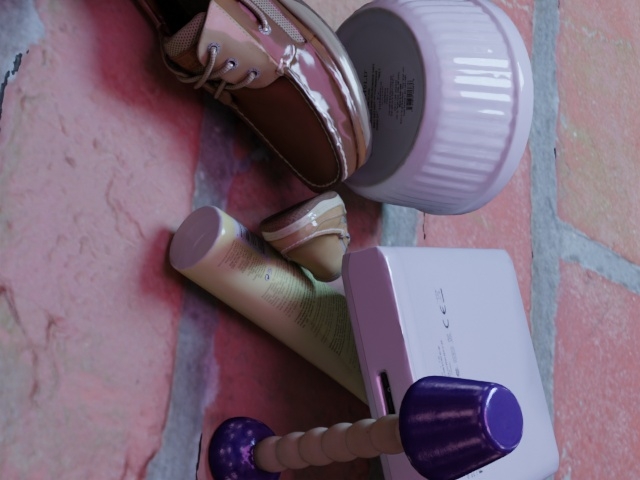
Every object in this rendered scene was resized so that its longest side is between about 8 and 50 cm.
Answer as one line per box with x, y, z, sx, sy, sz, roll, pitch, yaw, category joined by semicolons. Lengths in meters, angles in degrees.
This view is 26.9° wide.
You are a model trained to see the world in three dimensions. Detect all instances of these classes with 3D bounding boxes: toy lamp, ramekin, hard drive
0.031;0.152;1.008;0.080;0.274;0.080;16;65;-40;toy lamp
0.084;-0.127;1.220;0.109;0.207;0.207;1;75;-36;ramekin
0.127;0.122;1.204;0.353;0.047;0.233;2;75;-65;hard drive

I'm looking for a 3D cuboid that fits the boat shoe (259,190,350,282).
0.000;0.000;1.129;0.190;0.068;0.072;-24;92;-78;boat shoe

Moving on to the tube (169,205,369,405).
-0.027;0.055;1.148;0.240;0.062;0.070;36;88;-37;tube

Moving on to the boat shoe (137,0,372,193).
-0.085;-0.175;1.130;0.120;0.122;0.324;-40;97;-40;boat shoe
